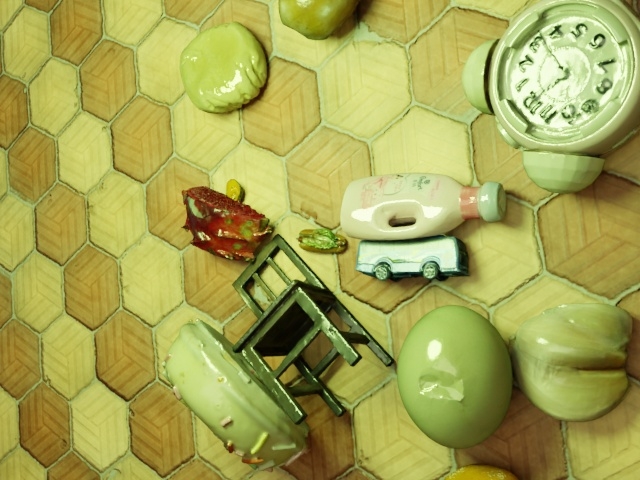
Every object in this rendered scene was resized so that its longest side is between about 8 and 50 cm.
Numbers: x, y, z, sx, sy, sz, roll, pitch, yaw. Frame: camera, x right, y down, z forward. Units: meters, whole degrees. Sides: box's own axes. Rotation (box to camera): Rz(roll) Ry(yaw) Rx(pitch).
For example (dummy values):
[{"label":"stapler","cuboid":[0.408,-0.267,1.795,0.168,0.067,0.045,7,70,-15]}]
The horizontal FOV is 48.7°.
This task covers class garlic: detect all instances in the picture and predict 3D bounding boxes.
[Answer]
[{"label":"garlic","cuboid":[0.449,0.224,1.298,0.227,0.110,0.218,-2,89,30]}]

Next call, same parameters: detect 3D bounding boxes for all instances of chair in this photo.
[{"label":"chair","cuboid":[-0.071,0.166,1.517,0.203,0.240,0.416,-49,66,12]}]

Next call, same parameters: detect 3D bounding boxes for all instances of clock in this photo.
[{"label":"clock","cuboid":[0.453,-0.291,1.289,0.326,0.184,0.342,-43,62,26]}]

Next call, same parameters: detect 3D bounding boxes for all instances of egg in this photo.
[{"label":"egg","cuboid":[0.254,0.258,1.344,0.219,0.219,0.270,-7,81,30]}]

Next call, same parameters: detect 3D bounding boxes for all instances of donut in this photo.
[{"label":"donut","cuboid":[-0.184,0.337,1.513,0.142,0.383,0.382,-44,65,-6]}]

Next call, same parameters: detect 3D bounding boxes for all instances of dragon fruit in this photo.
[{"label":"dragon fruit","cuboid":[-0.255,-0.022,1.697,0.274,0.126,0.161,27,113,36]}]

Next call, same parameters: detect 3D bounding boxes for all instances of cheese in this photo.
[{"label":"cheese","cuboid":[-0.238,-0.427,1.735,0.213,0.117,0.226,-18,73,22]}]

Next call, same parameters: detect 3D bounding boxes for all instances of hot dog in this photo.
[{"label":"hot dog","cuboid":[0.000,0.000,1.609,0.133,0.041,0.057,6,90,31]}]

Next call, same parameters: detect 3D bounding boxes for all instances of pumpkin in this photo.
[{"label":"pumpkin","cuboid":[-0.211,-0.111,1.747,0.050,0.028,0.083,28,110,33]}]

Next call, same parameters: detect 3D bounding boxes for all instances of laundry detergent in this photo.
[{"label":"laundry detergent","cuboid":[0.208,-0.072,1.454,0.335,0.088,0.159,-1,61,30]}]

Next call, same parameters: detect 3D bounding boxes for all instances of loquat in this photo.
[{"label":"loquat","cuboid":[0.006,-0.556,1.566,0.179,0.179,0.227,40,98,26]}]

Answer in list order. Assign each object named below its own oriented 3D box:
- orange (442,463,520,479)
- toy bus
[{"label":"orange","cuboid":[0.307,0.537,1.324,0.223,0.170,0.224,-2,87,32]},{"label":"toy bus","cuboid":[0.189,0.038,1.475,0.236,0.079,0.094,-3,84,30]}]
